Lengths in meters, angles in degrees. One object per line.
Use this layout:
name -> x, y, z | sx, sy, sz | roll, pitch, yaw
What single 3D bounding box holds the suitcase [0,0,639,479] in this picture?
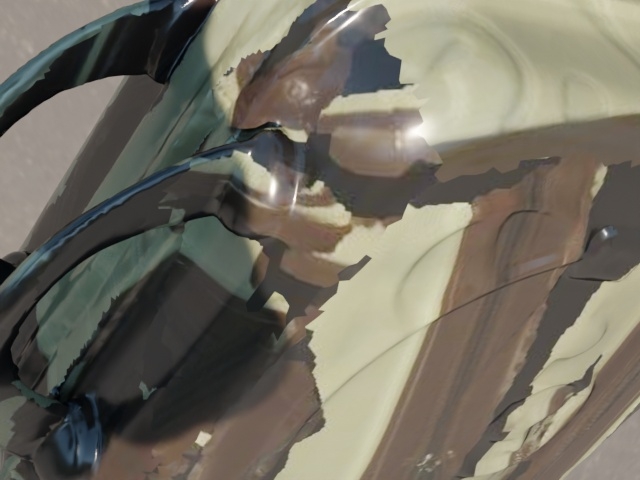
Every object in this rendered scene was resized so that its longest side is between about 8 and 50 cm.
suitcase -> 0.000, 0.000, 0.656 | 0.339, 0.351, 0.194 | 5, 46, -37
